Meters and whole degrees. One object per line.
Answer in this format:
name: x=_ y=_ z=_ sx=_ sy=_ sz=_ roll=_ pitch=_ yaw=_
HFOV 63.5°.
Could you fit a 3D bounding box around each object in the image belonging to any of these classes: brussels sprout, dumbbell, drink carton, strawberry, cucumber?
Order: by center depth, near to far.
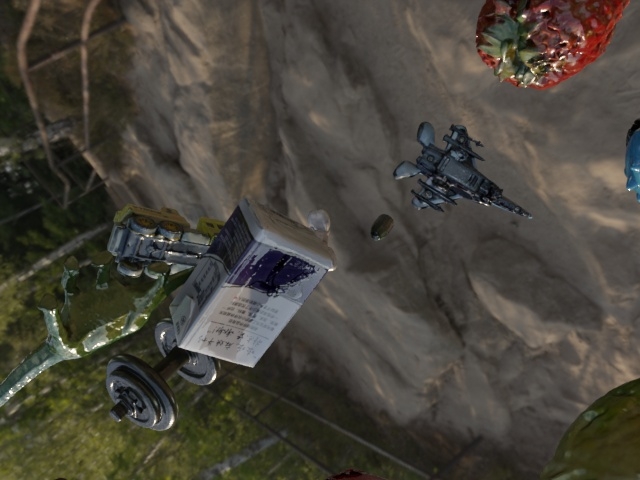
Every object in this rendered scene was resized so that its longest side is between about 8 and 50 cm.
brussels sprout: x=0.279 y=0.182 z=0.415 sx=0.100 sy=0.181 sz=0.139 roll=41 pitch=-156 yaw=-35
drink carton: x=-0.106 y=0.068 z=0.761 sx=0.134 sy=0.222 sz=0.102 roll=25 pitch=-162 yaw=-37
dumbbell: x=-0.343 y=0.289 z=1.144 sx=0.192 sy=0.290 sz=0.192 roll=17 pitch=126 yaw=25
strawberry: x=0.548 y=-0.504 z=1.156 sx=0.312 sy=0.351 sz=0.267 roll=11 pitch=133 yaw=60
cucumber: x=0.149 y=-0.027 z=1.290 sx=0.048 sy=0.105 sz=0.048 roll=9 pitch=117 yaw=19

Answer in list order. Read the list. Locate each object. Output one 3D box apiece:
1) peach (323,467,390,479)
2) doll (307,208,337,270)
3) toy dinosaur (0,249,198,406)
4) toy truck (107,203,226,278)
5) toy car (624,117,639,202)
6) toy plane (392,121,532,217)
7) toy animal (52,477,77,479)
peach: x=0.097 y=0.689 z=1.126 sx=0.370 sy=0.370 sz=0.370 roll=50 pitch=166 yaw=17
doll: x=0.000 y=0.000 z=1.319 sx=0.161 sy=0.059 sz=0.160 roll=11 pitch=-109 yaw=-76
toy dinosaur: x=-0.332 y=0.150 z=0.762 sx=0.087 sy=0.447 sz=0.301 roll=49 pitch=136 yaw=33
toy truck: x=-0.302 y=-0.001 z=1.089 sx=0.272 sy=0.124 sz=0.157 roll=11 pitch=-154 yaw=-32
toy car: x=0.791 y=-0.157 z=1.167 sx=0.188 sy=0.190 sz=0.255 roll=16 pitch=170 yaw=44
toy plane: x=0.259 y=-0.101 z=0.902 sx=0.246 sy=0.169 sz=0.078 roll=31 pitch=180 yaw=12
toy animal: x=-0.307 y=0.241 z=0.388 sx=0.157 sy=0.312 sz=0.097 roll=-63 pitch=-28 yaw=-69
